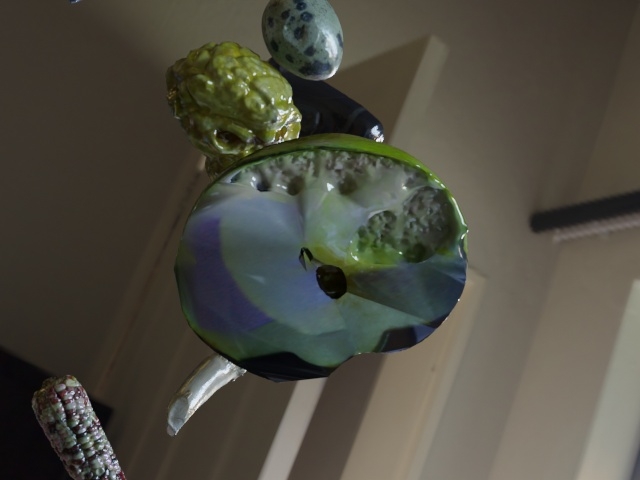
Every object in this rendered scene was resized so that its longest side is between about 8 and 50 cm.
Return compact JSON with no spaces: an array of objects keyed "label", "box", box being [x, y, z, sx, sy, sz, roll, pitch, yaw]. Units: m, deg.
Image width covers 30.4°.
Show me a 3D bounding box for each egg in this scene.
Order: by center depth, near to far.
[{"label":"egg","box":[-0.030,-0.372,2.140,0.181,0.141,0.141,60,-21,8]}]

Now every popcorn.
[{"label":"popcorn","box":[-0.144,-0.230,2.142,0.225,0.173,0.286,-6,-54,29]}]

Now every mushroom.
[{"label":"mushroom","box":[-0.212,0.266,2.117,0.071,0.209,0.084,44,-37,1]}]

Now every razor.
[{"label":"razor","box":[-0.022,-0.285,2.817,0.349,0.204,0.113,37,6,12]}]

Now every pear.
[{"label":"pear","box":[-0.001,-0.005,1.630,0.399,0.165,0.398,-2,-56,-3]}]

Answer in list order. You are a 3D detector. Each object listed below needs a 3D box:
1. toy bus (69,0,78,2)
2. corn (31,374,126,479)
[{"label":"toy bus","box":[-0.519,-0.647,2.566,0.134,0.116,0.234,-13,-45,-13]},{"label":"corn","box":[-0.391,0.355,1.979,0.280,0.092,0.092,62,-29,-3]}]
